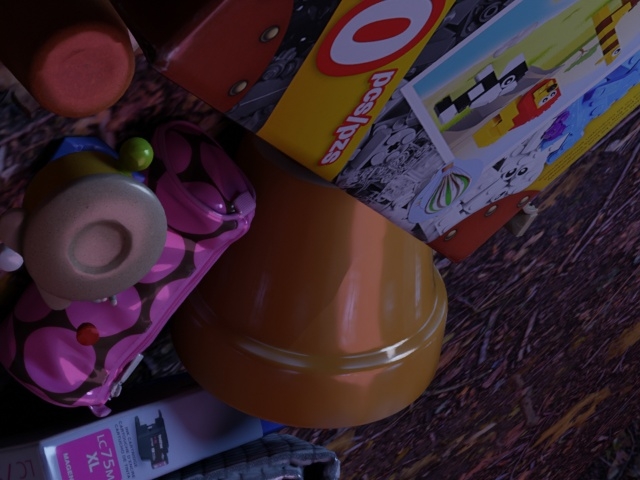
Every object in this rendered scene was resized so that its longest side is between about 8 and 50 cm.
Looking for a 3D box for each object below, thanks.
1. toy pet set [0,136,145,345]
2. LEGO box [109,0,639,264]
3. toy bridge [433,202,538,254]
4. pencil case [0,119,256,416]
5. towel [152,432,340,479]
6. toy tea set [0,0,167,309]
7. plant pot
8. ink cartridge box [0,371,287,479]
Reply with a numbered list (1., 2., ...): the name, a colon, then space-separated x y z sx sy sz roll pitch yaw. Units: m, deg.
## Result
1. toy pet set: -0.175 -0.011 1.235 0.122 0.065 0.114 26 110 -27
2. LEGO box: 0.135 -0.251 0.803 0.500 0.193 0.372 -42 158 9
3. toy bridge: 0.157 -0.023 1.845 0.188 0.026 0.063 -11 141 -54
4. pencil case: -0.129 0.022 1.317 0.209 0.098 0.095 -51 166 24
5. towel: -0.124 0.237 1.495 0.283 0.121 0.235 -14 -179 -8
6. toy tea set: -0.214 -0.021 1.114 0.336 0.124 0.200 -40 131 6
7. plant pot: 0.000 0.000 1.398 0.205 0.205 0.188 -26 139 -37
8. ink cartridge box: -0.156 0.152 1.471 0.185 0.065 0.311 -14 -177 40
